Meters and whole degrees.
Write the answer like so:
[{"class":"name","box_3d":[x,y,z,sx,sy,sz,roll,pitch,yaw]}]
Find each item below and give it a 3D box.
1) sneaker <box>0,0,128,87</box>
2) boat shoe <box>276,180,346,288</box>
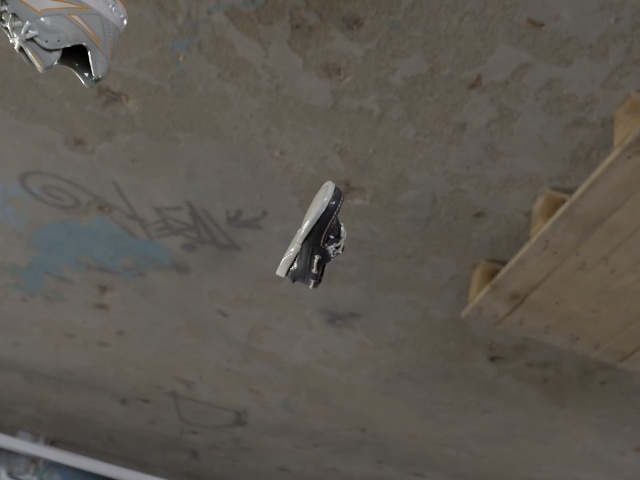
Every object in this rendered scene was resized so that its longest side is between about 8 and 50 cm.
[{"class":"sneaker","box_3d":[-0.342,-0.267,1.011,0.099,0.121,0.262,-13,156,42]},{"class":"boat shoe","box_3d":[0.000,0.000,0.649,0.038,0.046,0.125,27,145,-2]}]
